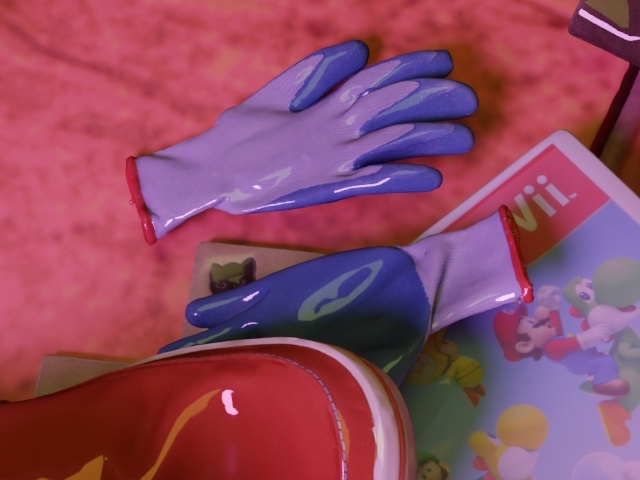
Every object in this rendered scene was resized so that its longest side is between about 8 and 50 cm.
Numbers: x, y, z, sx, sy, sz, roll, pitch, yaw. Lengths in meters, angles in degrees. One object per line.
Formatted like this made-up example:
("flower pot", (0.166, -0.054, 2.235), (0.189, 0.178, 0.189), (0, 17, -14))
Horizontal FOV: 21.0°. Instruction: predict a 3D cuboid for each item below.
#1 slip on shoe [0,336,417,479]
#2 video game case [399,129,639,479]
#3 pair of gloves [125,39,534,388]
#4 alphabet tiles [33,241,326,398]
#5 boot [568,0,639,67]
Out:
("slip on shoe", (-0.125, 0.112, 0.617), (0.331, 0.101, 0.123), (-15, 73, 15))
("video game case", (0.107, 0.109, 0.640), (0.204, 0.025, 0.285), (-38, 61, -9))
("pair of gloves", (0.000, 0.000, 0.700), (0.159, 0.023, 0.198), (-21, 49, 7))
("alphabet tiles", (0.008, 0.167, 0.667), (0.285, 0.011, 0.342), (5, 69, 9))
("boot", (0.250, -0.127, 0.716), (0.207, 0.090, 0.248), (37, 80, 16))
